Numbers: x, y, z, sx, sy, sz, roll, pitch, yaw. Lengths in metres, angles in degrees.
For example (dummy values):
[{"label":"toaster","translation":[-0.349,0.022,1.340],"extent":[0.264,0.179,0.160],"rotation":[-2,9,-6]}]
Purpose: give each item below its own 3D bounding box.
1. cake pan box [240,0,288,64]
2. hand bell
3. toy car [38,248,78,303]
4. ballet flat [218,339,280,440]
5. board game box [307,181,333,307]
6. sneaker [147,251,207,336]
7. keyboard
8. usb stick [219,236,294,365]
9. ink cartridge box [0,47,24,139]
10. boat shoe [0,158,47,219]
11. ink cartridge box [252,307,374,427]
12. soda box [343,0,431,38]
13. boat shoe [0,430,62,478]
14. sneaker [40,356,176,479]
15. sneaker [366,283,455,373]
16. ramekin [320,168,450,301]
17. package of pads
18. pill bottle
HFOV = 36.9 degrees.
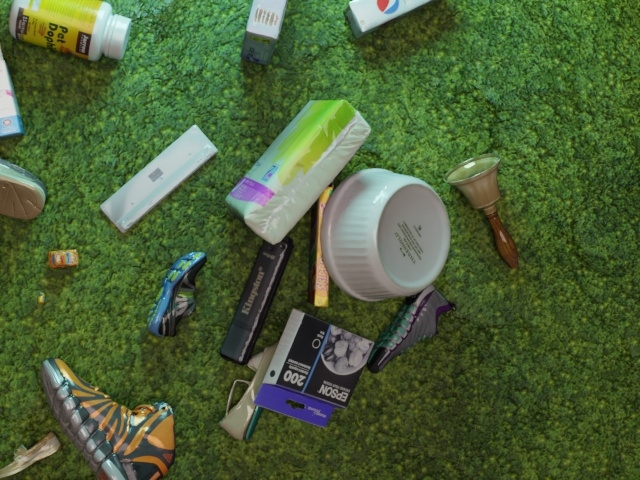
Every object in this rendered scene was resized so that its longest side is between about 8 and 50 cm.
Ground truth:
[{"label":"cake pan box","translation":[-0.088,-0.492,1.849],"extent":[0.070,0.246,0.267],"rotation":[15,89,-9]},{"label":"hand bell","translation":[0.362,-0.048,2.009],"extent":[0.126,0.126,0.242],"rotation":[-29,108,-7]},{"label":"toy car","translation":[-0.518,0.073,1.892],"extent":[0.060,0.040,0.122],"rotation":[13,88,-8]},{"label":"ballet flat","translation":[-0.128,0.284,1.939],"extent":[0.086,0.086,0.248],"rotation":[29,87,-8]},{"label":"board game box","translation":[0.000,0.000,1.927],"extent":[0.039,0.124,0.259],"rotation":[5,90,-7]},{"label":"sneaker","translation":[-0.279,0.108,1.925],"extent":[0.078,0.067,0.188],"rotation":[29,84,-29]},{"label":"keyboard","translation":[-0.326,-0.125,1.936],"extent":[0.256,0.014,0.072],"rotation":[-42,91,-6]},{"label":"usb stick","translation":[-0.128,0.118,1.937],"extent":[0.045,0.077,0.278],"rotation":[25,86,-43]},{"label":"ink cartridge box","translation":[-0.648,-0.285,1.859],"extent":[0.104,0.061,0.181],"rotation":[-12,93,-9]},{"label":"boat shoe","translation":[-0.664,-0.126,1.844],"extent":[0.285,0.092,0.103],"rotation":[20,106,-10]},{"label":"ink cartridge box","translation":[-0.011,0.265,1.925],"extent":[0.206,0.045,0.208],"rotation":[26,87,-38]},{"label":"soda box","translation":[0.159,-0.495,1.972],"extent":[0.216,0.074,0.069],"rotation":[-27,95,-7]},{"label":"boat shoe","translation":[-0.578,0.422,1.886],"extent":[0.135,0.050,0.045],"rotation":[-27,91,-17]},{"label":"sneaker","translation":[-0.404,0.340,1.881],"extent":[0.180,0.124,0.321],"rotation":[-32,83,-31]},{"label":"sneaker","translation":[0.190,0.196,1.982],"extent":[0.098,0.083,0.224],"rotation":[37,85,-12]},{"label":"ramekin","translation":[0.141,-0.010,1.888],"extent":[0.273,0.127,0.273],"rotation":[-2,93,-42]},{"label":"package of pads","translation":[-0.049,-0.140,1.868],"extent":[0.101,0.229,0.296],"rotation":[42,87,-17]},{"label":"pill bottle","translation":[-0.481,-0.419,1.854],"extent":[0.215,0.117,0.117],"rotation":[15,88,-8]}]
